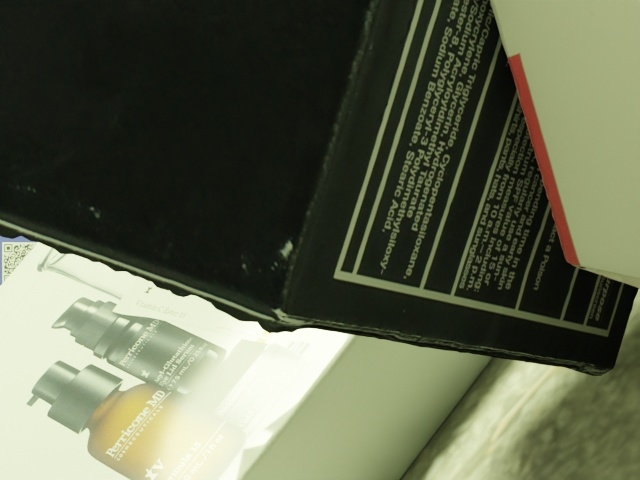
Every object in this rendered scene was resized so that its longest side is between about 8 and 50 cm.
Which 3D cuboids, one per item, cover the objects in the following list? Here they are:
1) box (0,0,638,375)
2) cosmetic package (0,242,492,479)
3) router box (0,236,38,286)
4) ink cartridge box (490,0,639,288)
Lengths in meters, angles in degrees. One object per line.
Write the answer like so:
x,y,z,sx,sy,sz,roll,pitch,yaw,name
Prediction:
0.028,-0.116,0.768,0.294,0.182,0.296,15,-87,-59,box
-0.115,0.124,1.071,0.284,0.097,0.377,18,64,50,cosmetic package
-0.266,0.170,1.548,0.301,0.082,0.335,157,112,-74,router box
0.180,-0.143,0.699,0.117,0.207,0.283,13,52,34,ink cartridge box
